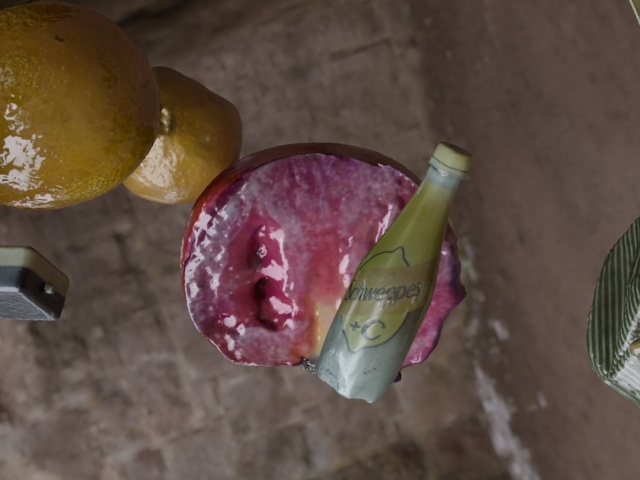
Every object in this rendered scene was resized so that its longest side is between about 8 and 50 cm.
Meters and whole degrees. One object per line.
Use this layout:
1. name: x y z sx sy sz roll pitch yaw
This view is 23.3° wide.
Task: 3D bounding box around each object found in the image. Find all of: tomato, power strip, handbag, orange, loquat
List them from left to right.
1. power strip: -0.441 0.052 1.965 0.105 0.256 0.070 48 -131 -56
2. orange: -0.281 -0.137 1.591 0.236 0.236 0.236 160 90 -86
3. loquat: -0.193 -0.133 2.042 0.187 0.176 0.234 47 178 3
4. tomato: 0.004 -0.002 1.802 0.176 0.334 0.290 -103 21 -58
5. handbag: 0.447 0.039 1.651 0.247 0.341 0.240 38 137 2

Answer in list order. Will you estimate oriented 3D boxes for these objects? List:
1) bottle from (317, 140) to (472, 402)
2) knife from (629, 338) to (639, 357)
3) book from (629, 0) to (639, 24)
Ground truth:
1. bottle: 0.078 0.029 1.535 0.083 0.083 0.270 -121 51 -69
2. knife: 0.397 0.049 1.321 0.047 0.298 0.017 6 -115 -50
3. book: 0.446 -0.365 1.933 0.192 0.168 0.013 63 179 -16
